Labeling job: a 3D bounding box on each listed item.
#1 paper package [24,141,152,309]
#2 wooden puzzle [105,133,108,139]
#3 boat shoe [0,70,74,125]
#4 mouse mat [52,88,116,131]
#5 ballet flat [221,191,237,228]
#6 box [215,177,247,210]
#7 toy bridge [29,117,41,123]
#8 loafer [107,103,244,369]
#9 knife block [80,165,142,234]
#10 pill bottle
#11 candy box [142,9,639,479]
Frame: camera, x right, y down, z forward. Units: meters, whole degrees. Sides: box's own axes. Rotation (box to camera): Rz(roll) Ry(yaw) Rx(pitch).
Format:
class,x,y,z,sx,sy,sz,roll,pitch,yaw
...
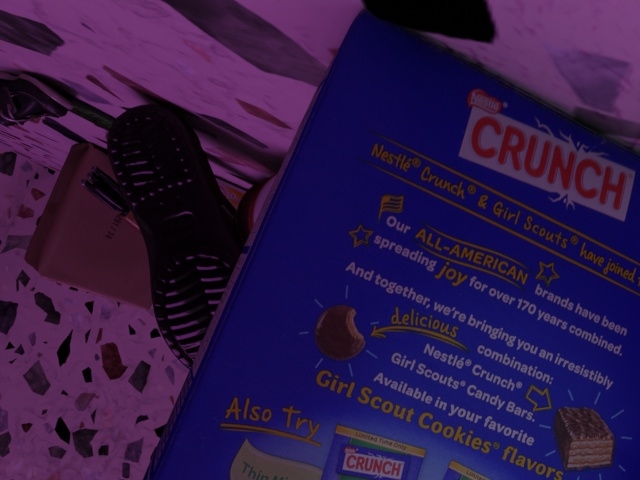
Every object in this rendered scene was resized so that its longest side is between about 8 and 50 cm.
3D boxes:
class,x,y,z,sx,sy,sz,roll,pitch,yaw
paper package,-0.515,-0.031,1.564,0.309,0.325,0.168,26,174,-37
wooden puzzle,-0.366,-0.176,1.175,0.078,0.014,0.116,24,179,-15
boat shoe,-0.446,-0.203,0.953,0.233,0.079,0.084,16,165,42
mouse mat,-0.362,-0.198,1.042,0.189,0.007,0.152,26,173,-34
ballet flat,-0.159,-0.033,1.012,0.250,0.058,0.084,58,170,-29
box,-0.147,-0.032,1.198,0.203,0.114,0.103,24,175,-7
toy bridge,-0.598,-0.259,1.276,0.063,0.026,0.188,23,174,-33
loafer,-0.153,0.002,0.820,0.133,0.366,0.130,-10,-166,8
knife block,-0.370,-0.048,1.341,0.241,0.276,0.088,-8,-171,-26
pill bottle,-0.046,-0.028,0.831,0.121,0.121,0.216,24,174,-16
candy box,0.068,0.075,0.387,0.268,0.317,0.122,25,175,-10
